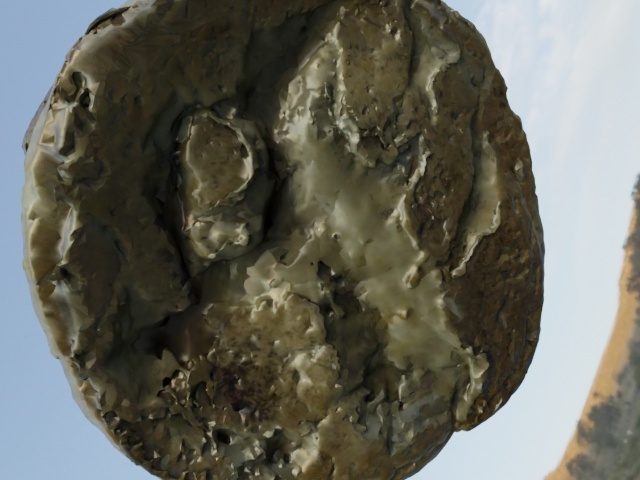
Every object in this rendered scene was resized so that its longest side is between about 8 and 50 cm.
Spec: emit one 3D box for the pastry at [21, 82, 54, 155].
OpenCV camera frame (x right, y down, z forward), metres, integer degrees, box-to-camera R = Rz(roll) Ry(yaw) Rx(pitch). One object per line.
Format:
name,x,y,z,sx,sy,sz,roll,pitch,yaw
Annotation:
pastry,-0.252,-0.129,0.735,0.153,0.081,0.153,-51,8,10

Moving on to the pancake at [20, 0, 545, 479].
pancake,-0.001,-0.001,0.471,0.386,0.082,0.387,-3,-82,-22
